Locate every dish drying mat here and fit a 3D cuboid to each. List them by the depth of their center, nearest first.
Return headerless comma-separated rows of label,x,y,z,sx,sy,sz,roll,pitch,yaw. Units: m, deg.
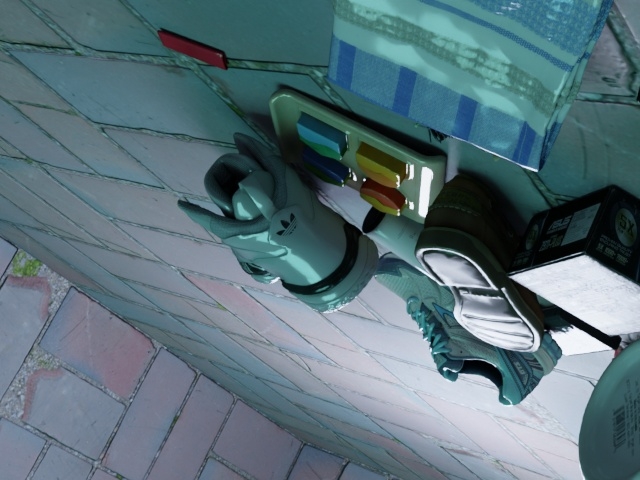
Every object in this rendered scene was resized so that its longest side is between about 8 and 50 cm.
dish drying mat,-0.142,-0.213,1.308,0.083,0.008,0.032,23,163,16

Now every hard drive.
hard drive,0.332,0.123,1.587,0.094,0.022,0.135,30,164,-10

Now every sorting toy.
sorting toy,0.041,-0.087,1.356,0.208,0.038,0.193,23,164,11

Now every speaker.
speaker,0.119,0.002,1.484,0.136,0.055,0.055,33,163,-22

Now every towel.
towel,0.104,-0.173,0.866,0.209,0.034,0.285,25,149,10

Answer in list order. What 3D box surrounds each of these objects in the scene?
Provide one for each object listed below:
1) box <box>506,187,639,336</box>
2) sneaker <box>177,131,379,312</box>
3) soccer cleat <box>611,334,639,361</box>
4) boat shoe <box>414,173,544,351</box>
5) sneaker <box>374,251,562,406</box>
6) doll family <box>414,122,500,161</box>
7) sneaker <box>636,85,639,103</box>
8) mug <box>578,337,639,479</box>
box,0.304,0.027,1.224,0.147,0.077,0.180,29,164,-9
sneaker,-0.080,-0.041,1.490,0.210,0.137,0.366,42,174,-26
soccer cleat,0.425,0.171,1.496,0.095,0.083,0.248,20,161,7
boat shoe,0.206,0.034,1.370,0.111,0.104,0.307,8,156,26
sneaker,0.180,0.118,1.594,0.283,0.122,0.110,32,163,16
doll family,0.136,-0.126,1.031,0.111,0.076,0.193,34,158,-9
sneaker,0.303,-0.103,0.844,0.162,0.063,0.073,9,160,47
mug,0.427,0.270,1.141,0.328,0.374,0.276,25,148,-13
